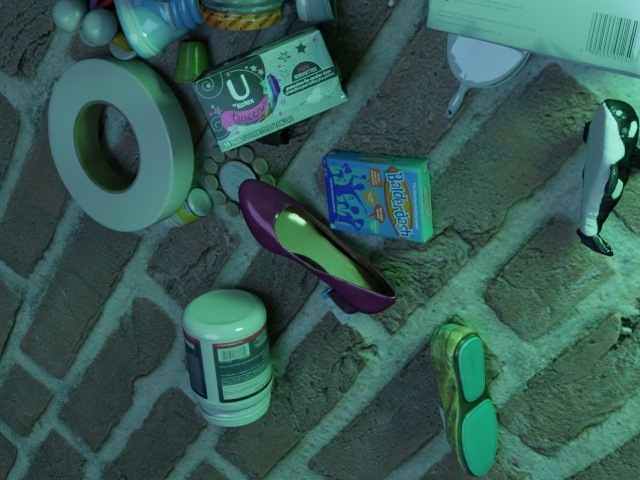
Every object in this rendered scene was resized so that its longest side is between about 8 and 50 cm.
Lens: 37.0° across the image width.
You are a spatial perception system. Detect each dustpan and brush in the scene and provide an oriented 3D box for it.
[{"bbox_3d":[0.261,-0.293,1.656,0.147,0.060,0.211,36,123,11],"label":"dustpan and brush"}]

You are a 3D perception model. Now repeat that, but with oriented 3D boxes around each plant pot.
[{"bbox_3d":[-0.257,-0.363,1.927,0.083,0.083,0.079,12,110,26],"label":"plant pot"}]

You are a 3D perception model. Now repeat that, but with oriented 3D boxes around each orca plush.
[{"bbox_3d":[0.498,-0.105,1.582,0.102,0.151,0.287,-4,115,-1],"label":"orca plush"}]

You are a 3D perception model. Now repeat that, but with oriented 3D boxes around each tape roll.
[{"bbox_3d":[-0.442,-0.211,2.089,0.392,0.072,0.392,15,116,32],"label":"tape roll"}]

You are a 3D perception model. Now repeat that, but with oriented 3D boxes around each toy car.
[{"bbox_3d":[-0.441,-0.460,1.953,0.182,0.159,0.136,25,93,18],"label":"toy car"}]

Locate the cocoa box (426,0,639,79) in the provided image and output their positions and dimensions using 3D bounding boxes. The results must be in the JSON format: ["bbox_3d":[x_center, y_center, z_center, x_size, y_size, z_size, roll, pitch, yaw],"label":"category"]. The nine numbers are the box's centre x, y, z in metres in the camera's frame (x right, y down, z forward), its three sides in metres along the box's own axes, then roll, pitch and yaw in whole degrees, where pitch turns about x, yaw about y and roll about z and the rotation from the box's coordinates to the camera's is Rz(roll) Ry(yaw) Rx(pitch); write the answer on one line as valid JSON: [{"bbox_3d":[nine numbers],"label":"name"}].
[{"bbox_3d":[0.363,-0.412,1.400,0.347,0.228,0.231,18,125,22],"label":"cocoa box"}]

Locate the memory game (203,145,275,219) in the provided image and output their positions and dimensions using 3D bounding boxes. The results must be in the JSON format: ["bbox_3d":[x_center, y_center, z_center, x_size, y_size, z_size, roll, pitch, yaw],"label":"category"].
[{"bbox_3d":[-0.174,-0.126,2.048,0.186,0.012,0.186,16,123,25],"label":"memory game"}]

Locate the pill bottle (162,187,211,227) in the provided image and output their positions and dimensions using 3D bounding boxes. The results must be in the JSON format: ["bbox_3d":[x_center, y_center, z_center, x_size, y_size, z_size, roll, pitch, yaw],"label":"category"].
[{"bbox_3d":[-0.301,-0.068,2.127,0.116,0.065,0.065,-23,103,39],"label":"pill bottle"}]

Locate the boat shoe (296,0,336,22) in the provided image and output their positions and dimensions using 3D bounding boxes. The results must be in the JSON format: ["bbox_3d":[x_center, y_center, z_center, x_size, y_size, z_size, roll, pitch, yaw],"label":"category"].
[{"bbox_3d":[-0.001,-0.498,1.690,0.081,0.079,0.227,5,121,12],"label":"boat shoe"}]

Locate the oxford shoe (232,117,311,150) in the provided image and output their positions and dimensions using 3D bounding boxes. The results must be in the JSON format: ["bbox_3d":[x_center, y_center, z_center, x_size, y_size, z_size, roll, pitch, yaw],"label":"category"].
[{"bbox_3d":[-0.112,-0.219,1.910,0.227,0.083,0.096,-23,105,39],"label":"oxford shoe"}]

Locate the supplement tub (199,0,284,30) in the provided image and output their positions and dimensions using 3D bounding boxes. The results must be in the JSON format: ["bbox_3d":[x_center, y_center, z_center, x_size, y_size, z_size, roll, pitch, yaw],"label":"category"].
[{"bbox_3d":[-0.141,-0.541,1.667,0.193,0.193,0.316,16,125,24],"label":"supplement tub"}]

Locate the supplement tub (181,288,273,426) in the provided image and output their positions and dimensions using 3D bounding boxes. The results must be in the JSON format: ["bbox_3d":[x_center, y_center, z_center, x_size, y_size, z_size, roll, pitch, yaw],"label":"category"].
[{"bbox_3d":[-0.208,0.265,2.180,0.191,0.191,0.272,12,122,26],"label":"supplement tub"}]

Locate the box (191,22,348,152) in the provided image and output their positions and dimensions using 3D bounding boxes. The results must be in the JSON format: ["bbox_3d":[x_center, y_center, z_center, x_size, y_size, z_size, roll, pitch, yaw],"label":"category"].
[{"bbox_3d":[-0.089,-0.282,1.741,0.247,0.163,0.142,-22,106,7],"label":"box"}]

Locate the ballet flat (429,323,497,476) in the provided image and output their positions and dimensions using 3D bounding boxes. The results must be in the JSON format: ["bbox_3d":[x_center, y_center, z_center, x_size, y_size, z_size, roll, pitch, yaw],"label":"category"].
[{"bbox_3d":[0.288,0.322,1.965,0.123,0.123,0.348,4,119,30],"label":"ballet flat"}]

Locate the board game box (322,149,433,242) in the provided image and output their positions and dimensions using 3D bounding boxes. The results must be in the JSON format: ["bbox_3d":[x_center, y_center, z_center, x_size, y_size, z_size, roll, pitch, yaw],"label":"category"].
[{"bbox_3d":[0.112,-0.088,1.867,0.210,0.047,0.160,8,120,28],"label":"board game box"}]

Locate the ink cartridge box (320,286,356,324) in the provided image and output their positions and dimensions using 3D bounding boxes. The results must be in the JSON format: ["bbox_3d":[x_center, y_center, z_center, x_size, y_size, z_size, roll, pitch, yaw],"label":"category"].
[{"bbox_3d":[0.045,0.134,2.050,0.048,0.028,0.083,-28,99,40],"label":"ink cartridge box"}]

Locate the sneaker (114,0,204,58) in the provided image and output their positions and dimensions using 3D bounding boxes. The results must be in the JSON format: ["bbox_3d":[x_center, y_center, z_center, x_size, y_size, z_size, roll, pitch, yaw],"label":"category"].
[{"bbox_3d":[-0.306,-0.530,1.843,0.208,0.127,0.319,-21,86,14],"label":"sneaker"}]

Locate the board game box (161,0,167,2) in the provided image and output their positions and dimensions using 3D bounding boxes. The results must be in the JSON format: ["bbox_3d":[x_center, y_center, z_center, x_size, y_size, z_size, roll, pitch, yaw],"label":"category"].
[{"bbox_3d":[-0.354,-0.603,1.747,0.193,0.053,0.305,11,97,9],"label":"board game box"}]

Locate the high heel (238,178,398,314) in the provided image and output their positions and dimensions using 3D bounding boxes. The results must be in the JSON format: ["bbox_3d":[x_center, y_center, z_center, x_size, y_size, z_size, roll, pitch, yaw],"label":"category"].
[{"bbox_3d":[0.000,0.000,1.919,0.377,0.127,0.181,42,153,-13],"label":"high heel"}]
